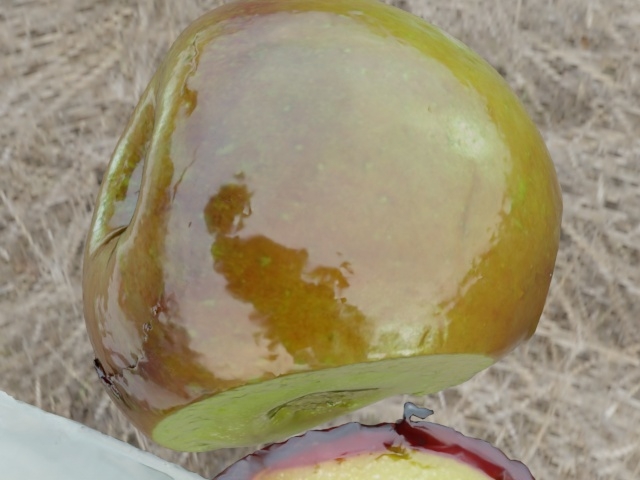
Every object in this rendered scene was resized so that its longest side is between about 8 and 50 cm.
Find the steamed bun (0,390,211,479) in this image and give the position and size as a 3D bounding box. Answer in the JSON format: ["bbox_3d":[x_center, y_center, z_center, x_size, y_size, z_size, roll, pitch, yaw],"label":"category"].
[{"bbox_3d":[-0.107,0.185,0.555,0.324,0.324,0.206,22,74,13],"label":"steamed bun"}]

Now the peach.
[{"bbox_3d":[0.019,0.190,0.810,0.226,0.190,0.196,-37,93,23],"label":"peach"}]

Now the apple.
[{"bbox_3d":[0.000,0.000,1.206,0.374,0.374,0.384,27,106,15],"label":"apple"}]
